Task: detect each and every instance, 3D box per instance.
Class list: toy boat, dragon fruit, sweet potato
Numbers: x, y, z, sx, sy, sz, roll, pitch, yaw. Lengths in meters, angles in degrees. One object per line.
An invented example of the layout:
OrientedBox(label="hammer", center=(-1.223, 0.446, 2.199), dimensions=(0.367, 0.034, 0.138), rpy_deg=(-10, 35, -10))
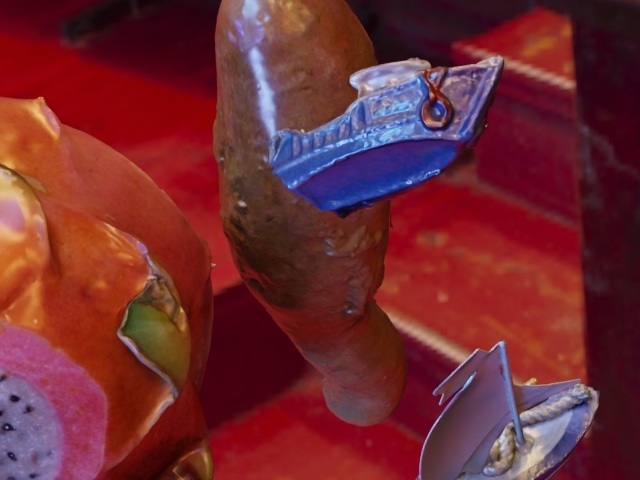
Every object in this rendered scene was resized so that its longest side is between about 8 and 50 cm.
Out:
OrientedBox(label="toy boat", center=(0.020, -0.034, 0.470), dimensions=(0.083, 0.038, 0.038), rpy_deg=(-22, 16, 40))
OrientedBox(label="dragon fruit", center=(-0.187, 0.071, 0.861), dimensions=(0.291, 0.290, 0.189), rpy_deg=(-8, 36, 4))
OrientedBox(label="toy boat", center=(0.146, 0.163, 1.398), dimensions=(0.220, 0.291, 0.067), rpy_deg=(-33, 65, -6))
OrientedBox(label="sweet potato", center=(0.000, 0.000, 0.939), dimensions=(0.109, 0.385, 0.109), rpy_deg=(-5, 47, 6))
